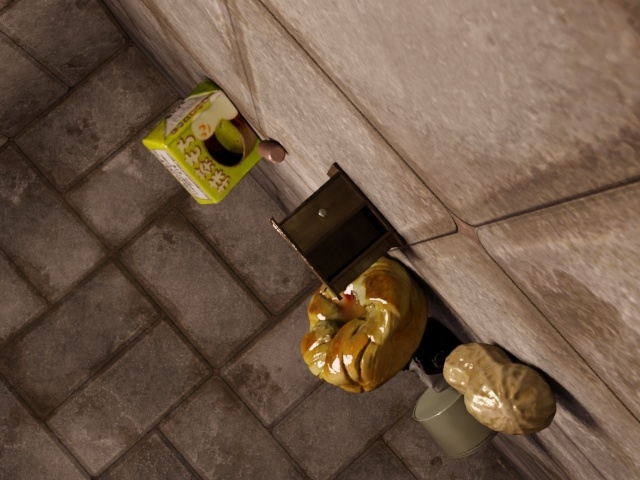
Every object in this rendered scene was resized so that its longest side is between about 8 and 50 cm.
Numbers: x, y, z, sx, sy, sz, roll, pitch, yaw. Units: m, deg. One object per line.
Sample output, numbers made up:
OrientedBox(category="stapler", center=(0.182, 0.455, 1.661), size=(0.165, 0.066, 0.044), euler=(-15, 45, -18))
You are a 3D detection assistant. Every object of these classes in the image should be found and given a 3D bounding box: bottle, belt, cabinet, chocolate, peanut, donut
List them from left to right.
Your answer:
OrientedBox(category="chocolate", center=(-0.348, -0.300, 1.827), size=(0.137, 0.288, 0.301), euler=(25, 159, 52))
OrientedBox(category="bottle", center=(-0.139, -0.251, 1.628), size=(0.053, 0.053, 0.140), euler=(50, 176, -25))
OrientedBox(category="cabinet", center=(0.029, -0.017, 1.180), size=(0.215, 0.175, 0.148), euler=(49, 176, 0))
OrientedBox(category="donut", center=(0.101, 0.193, 1.405), size=(0.170, 0.360, 0.360), euler=(33, -176, -29))
OrientedBox(category="belt", center=(0.300, 0.325, 1.629), size=(0.184, 0.164, 0.289), euler=(57, 177, 3))
OrientedBox(category="peanut", center=(0.317, 0.267, 1.071), size=(0.298, 0.136, 0.120), euler=(-144, 41, -79))

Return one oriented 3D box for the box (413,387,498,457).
OrientedBox(category="box", center=(0.400, 0.489, 1.663), size=(0.149, 0.226, 0.226), euler=(49, 176, -2))
